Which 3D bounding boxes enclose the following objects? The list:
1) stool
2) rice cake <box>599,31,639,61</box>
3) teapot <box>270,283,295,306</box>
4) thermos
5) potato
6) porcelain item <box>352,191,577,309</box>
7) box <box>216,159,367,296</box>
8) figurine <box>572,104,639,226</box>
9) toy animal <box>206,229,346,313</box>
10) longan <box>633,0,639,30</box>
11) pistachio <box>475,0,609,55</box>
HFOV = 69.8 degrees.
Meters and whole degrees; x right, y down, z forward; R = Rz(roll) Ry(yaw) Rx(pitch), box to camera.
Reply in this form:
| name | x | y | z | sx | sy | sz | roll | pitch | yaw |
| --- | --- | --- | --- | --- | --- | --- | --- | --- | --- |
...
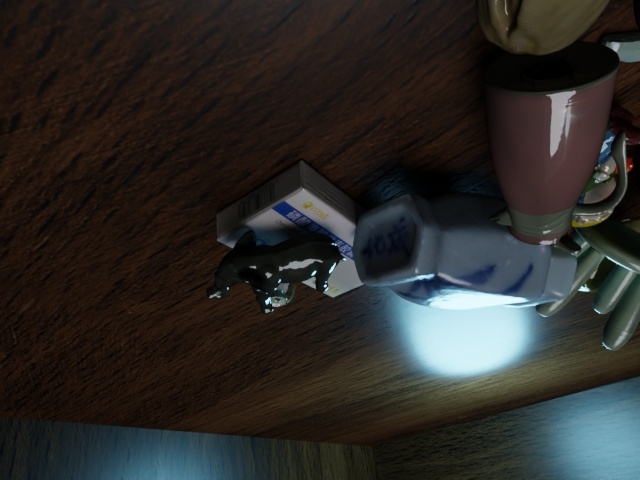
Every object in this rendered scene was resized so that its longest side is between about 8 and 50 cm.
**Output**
| name | x | y | z | sx | sy | sz | roll | pitch | yaw |
| --- | --- | --- | --- | --- | --- | --- | --- | --- | --- |
| stool | 0.564 | 0.075 | 0.932 | 0.196 | 0.195 | 0.198 | 28 | 118 | 9 |
| rice cake | 0.456 | -0.256 | 0.607 | 0.180 | 0.030 | 0.042 | -6 | 141 | -3 |
| teapot | -0.093 | 0.113 | 1.025 | 0.083 | 0.064 | 0.064 | 15 | 141 | -31 |
| thermos | 0.316 | -0.113 | 0.620 | 0.177 | 0.145 | 0.264 | -1 | 132 | 24 |
| potato | 0.636 | 0.046 | 1.038 | 0.121 | 0.100 | 0.261 | 18 | 139 | -34 |
| porcelain item | 0.266 | 0.027 | 0.832 | 0.406 | 0.178 | 0.243 | 12 | 159 | -32 |
| box | 0.000 | 0.000 | 0.871 | 0.200 | 0.065 | 0.343 | -27 | 142 | 28 |
| figurine | 0.453 | -0.107 | 0.764 | 0.234 | 0.127 | 0.185 | 32 | 125 | -30 |
| toy animal | -0.079 | 0.045 | 0.784 | 0.245 | 0.114 | 0.146 | -24 | 156 | -13 |
| longan | 0.437 | -0.260 | 0.411 | 0.259 | 0.257 | 0.258 | -5 | 147 | -3 |
| pistachio | 0.222 | -0.287 | 0.428 | 0.138 | 0.153 | 0.237 | 25 | 154 | 25 |
